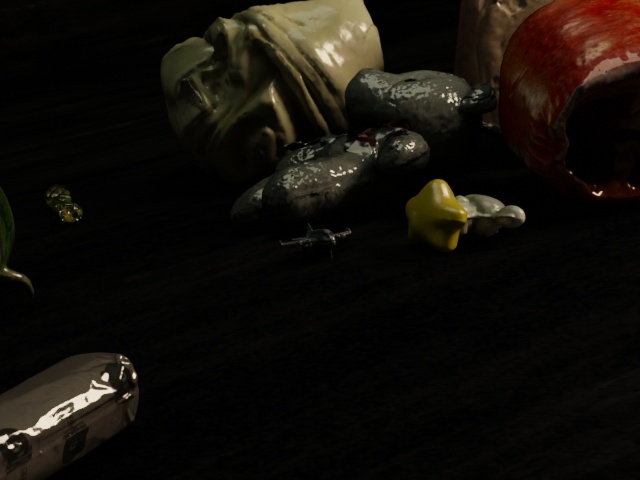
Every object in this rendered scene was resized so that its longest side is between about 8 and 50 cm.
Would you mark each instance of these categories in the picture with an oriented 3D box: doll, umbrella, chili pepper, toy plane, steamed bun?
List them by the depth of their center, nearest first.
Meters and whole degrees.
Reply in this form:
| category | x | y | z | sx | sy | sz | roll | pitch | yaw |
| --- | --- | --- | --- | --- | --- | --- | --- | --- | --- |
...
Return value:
| category | x | y | z | sx | sy | sz | roll | pitch | yaw |
| --- | --- | --- | --- | --- | --- | --- | --- | --- | --- |
| umbrella | -0.239 | 0.155 | 1.185 | 0.073 | 0.067 | 0.337 | -13 | 9 | 33 |
| doll | 0.144 | -0.030 | 1.793 | 0.113 | 0.071 | 0.135 | -1 | 7 | -5 |
| toy plane | 0.000 | 0.000 | 1.808 | 0.079 | 0.031 | 0.083 | -12 | 13 | -18 |
| chili pepper | 0.333 | -0.146 | 1.928 | 0.251 | 0.229 | 0.305 | -5 | 23 | -3 |
| doll | 0.047 | -0.117 | 2.017 | 0.340 | 0.158 | 0.246 | -17 | 4 | -28 |
| steamed bun | 0.321 | -0.238 | 2.194 | 0.301 | 0.251 | 0.199 | -1 | 5 | 11 |
| steamed bun | -0.061 | -0.182 | 2.274 | 0.275 | 0.206 | 0.320 | -4 | -18 | -30 |

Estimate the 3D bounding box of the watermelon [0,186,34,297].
| category | x | y | z | sx | sy | sz | roll | pitch | yaw |
| --- | --- | --- | --- | --- | --- | --- | --- | --- | --- |
| watermelon | -0.389 | 0.001 | 1.711 | 0.215 | 0.188 | 0.188 | 26 | 17 | 4 |

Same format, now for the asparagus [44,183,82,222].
| category | x | y | z | sx | sy | sz | roll | pitch | yaw |
| --- | --- | --- | --- | --- | --- | --- | --- | --- | --- |
| asparagus | -0.333 | -0.049 | 2.231 | 0.036 | 0.030 | 0.165 | -34 | 18 | -5 |
